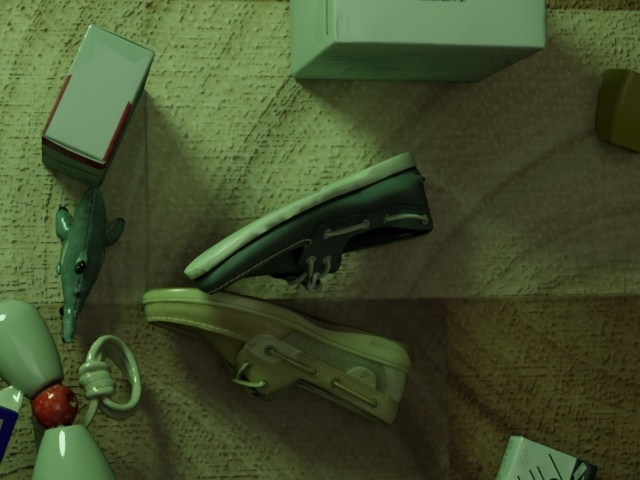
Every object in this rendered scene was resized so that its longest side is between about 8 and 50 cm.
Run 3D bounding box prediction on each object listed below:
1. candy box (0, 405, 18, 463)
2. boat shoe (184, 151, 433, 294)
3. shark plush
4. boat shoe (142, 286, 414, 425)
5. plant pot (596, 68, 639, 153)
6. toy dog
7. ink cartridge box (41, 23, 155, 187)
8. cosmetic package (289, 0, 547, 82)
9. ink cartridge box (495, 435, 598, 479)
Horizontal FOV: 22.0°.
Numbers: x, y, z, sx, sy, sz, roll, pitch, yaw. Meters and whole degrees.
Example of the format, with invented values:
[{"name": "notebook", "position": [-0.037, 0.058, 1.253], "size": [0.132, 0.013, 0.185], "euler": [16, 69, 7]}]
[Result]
[{"name": "candy box", "position": [-0.458, 0.240, 1.538], "size": [0.122, 0.317, 0.268], "euler": [28, 79, -47]}, {"name": "boat shoe", "position": [0.000, 0.000, 1.725], "size": [0.319, 0.116, 0.099], "euler": [-27, 93, -39]}, {"name": "shark plush", "position": [-0.260, 0.024, 1.726], "size": [0.073, 0.067, 0.161], "euler": [23, 80, -10]}, {"name": "boat shoe", "position": [-0.050, 0.122, 1.747], "size": [0.302, 0.109, 0.098], "euler": [17, 80, -16]}, {"name": "plant pot", "position": [0.359, -0.144, 1.875], "size": [0.081, 0.081, 0.083], "euler": [20, 93, -10]}, {"name": "toy dog", "position": [-0.277, 0.242, 1.623], "size": [0.161, 0.220, 0.333], "euler": [-30, 56, 22]}, {"name": "ink cartridge box", "position": [-0.232, -0.134, 1.693], "size": [0.072, 0.175, 0.127], "euler": [23, 80, -7]}, {"name": "cosmetic package", "position": [0.098, -0.250, 1.750], "size": [0.224, 0.225, 0.138], "euler": [0, 87, -12]}, {"name": "ink cartridge box", "position": [0.227, 0.329, 1.817], "size": [0.097, 0.046, 0.207], "euler": [22, 81, -8]}]
